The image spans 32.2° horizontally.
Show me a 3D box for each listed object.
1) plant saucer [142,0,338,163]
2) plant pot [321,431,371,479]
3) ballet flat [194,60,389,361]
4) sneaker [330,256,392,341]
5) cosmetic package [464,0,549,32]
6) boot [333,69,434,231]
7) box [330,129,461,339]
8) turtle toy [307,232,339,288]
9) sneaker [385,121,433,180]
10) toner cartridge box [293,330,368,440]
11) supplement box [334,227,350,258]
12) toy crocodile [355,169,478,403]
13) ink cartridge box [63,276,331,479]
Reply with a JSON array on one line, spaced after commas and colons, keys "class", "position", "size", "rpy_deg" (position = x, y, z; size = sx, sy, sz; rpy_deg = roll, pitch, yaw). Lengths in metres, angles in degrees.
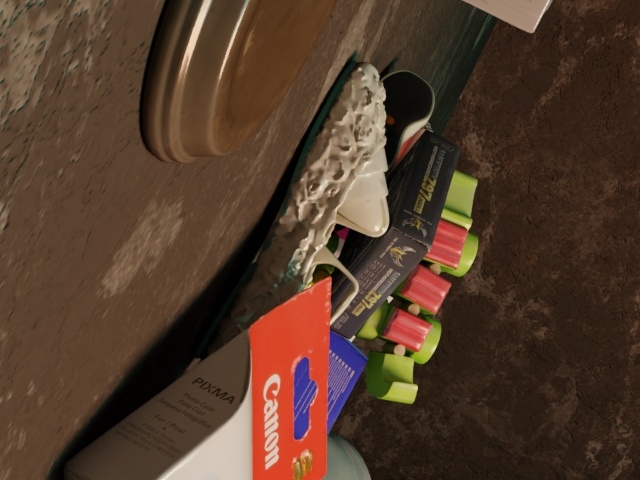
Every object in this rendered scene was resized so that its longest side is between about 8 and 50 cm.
[{"class": "plant saucer", "position": [-0.029, -0.169, 0.737], "size": [0.278, 0.041, 0.278], "rpy_deg": [-61, 173, -13]}, {"class": "plant pot", "position": [-0.100, 0.363, 1.506], "size": [0.196, 0.293, 0.293], "rpy_deg": [37, 79, -41]}, {"class": "ballet flat", "position": [0.000, 0.000, 1.282], "size": [0.409, 0.147, 0.147], "rpy_deg": [-62, 174, 1]}, {"class": "sneaker", "position": [0.025, 0.072, 1.660], "size": [0.296, 0.104, 0.147], "rpy_deg": [-54, 150, 14]}, {"class": "cosmetic package", "position": [0.318, -0.454, 1.733], "size": [0.184, 0.151, 0.151], "rpy_deg": [-66, 173, 34]}, {"class": "boot", "position": [0.067, -0.123, 1.553], "size": [0.244, 0.088, 0.176], "rpy_deg": [-57, -179, -43]}, {"class": "box", "position": [0.085, -0.004, 1.414], "size": [0.233, 0.059, 0.183], "rpy_deg": [-54, -170, 48]}, {"class": "turtle toy", "position": [-0.019, 0.040, 1.540], "size": [0.130, 0.066, 0.095], "rpy_deg": [-44, -177, 3]}, {"class": "sneaker", "position": [0.096, -0.102, 1.667], "size": [0.235, 0.090, 0.095], "rpy_deg": [-29, -117, 47]}, {"class": "toner cartridge box", "position": [-0.083, 0.230, 1.376], "size": [0.075, 0.165, 0.348], "rpy_deg": [-28, -158, 48]}, {"class": "supplement box", "position": [0.023, 0.098, 1.980], "size": [0.220, 0.114, 0.111], "rpy_deg": [-67, 171, 27]}, {"class": "toy crocodile", "position": [0.139, 0.058, 1.522], "size": [0.341, 0.115, 0.105], "rpy_deg": [-67, -166, -11]}, {"class": "ink cartridge box", "position": [-0.081, 0.255, 1.137], "size": [0.385, 0.091, 0.308], "rpy_deg": [-34, 136, -42]}]
